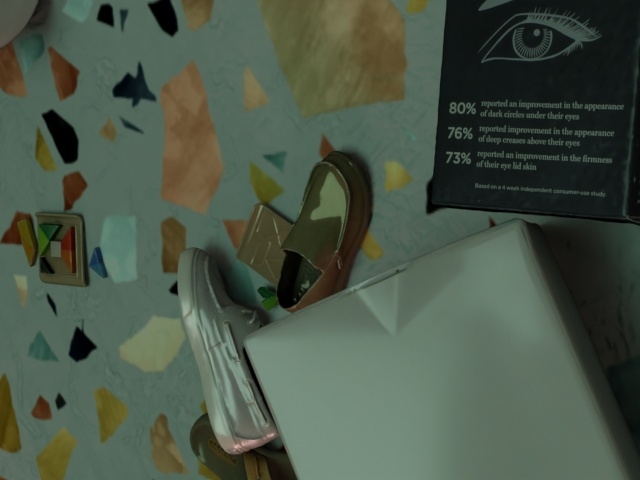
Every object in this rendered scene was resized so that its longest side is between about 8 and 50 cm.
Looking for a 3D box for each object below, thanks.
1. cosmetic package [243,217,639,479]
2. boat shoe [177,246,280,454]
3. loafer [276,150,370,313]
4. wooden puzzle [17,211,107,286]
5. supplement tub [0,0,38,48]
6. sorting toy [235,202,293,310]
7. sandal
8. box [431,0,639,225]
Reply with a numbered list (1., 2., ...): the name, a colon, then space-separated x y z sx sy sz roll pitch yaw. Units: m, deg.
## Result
1. cosmetic package: 0.124 0.198 1.024 0.217 0.156 0.385 -22 82 13
2. boat shoe: -0.076 0.090 1.284 0.063 0.066 0.184 -17 74 13
3. loafer: 0.000 0.000 1.202 0.056 0.050 0.148 24 114 35
4. wooden puzzle: -0.257 0.009 1.450 0.116 0.014 0.079 -5 96 41
5. supplement tub: -0.432 -0.273 1.421 0.316 0.193 0.194 10 105 39
6. sorting toy: -0.044 0.017 1.269 0.062 0.012 0.083 33 116 26
7. sandal: -0.058 0.209 1.297 0.180 0.049 0.072 26 116 34
8. box: 0.169 -0.117 0.972 0.153 0.108 0.207 7 93 40
